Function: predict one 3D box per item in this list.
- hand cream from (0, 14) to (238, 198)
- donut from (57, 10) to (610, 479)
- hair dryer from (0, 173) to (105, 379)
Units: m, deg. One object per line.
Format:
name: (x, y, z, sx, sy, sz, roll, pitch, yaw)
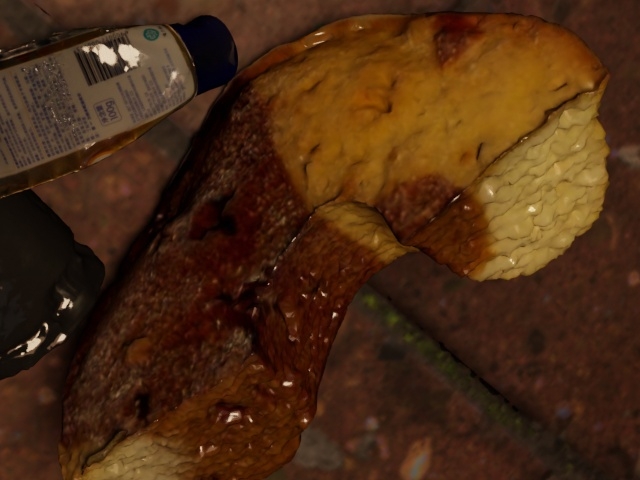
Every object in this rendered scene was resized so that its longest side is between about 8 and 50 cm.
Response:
hand cream: (-0.106, -0.064, 0.648, 0.163, 0.039, 0.062, -25, 97, -39)
donut: (0.000, 0.000, 0.701, 0.295, 0.151, 0.112, -37, 134, 7)
hair dryer: (-0.250, 0.026, 0.628, 0.251, 0.089, 0.197, -39, 121, 1)
